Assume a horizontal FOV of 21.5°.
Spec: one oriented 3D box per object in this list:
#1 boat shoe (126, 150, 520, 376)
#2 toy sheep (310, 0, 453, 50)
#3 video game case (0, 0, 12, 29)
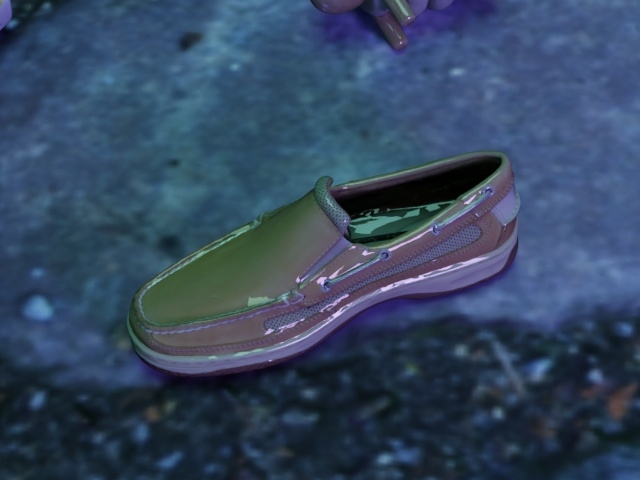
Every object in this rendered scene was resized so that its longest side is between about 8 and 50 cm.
[{"bbox_3d":[0.000,0.000,0.762,0.190,0.072,0.068,-21,53,-13],"label":"boat shoe"},{"bbox_3d":[0.050,-0.158,0.880,0.132,0.091,0.091,-30,56,-13],"label":"toy sheep"},{"bbox_3d":[-0.314,-0.116,0.877,0.227,0.026,0.206,34,63,15],"label":"video game case"}]
